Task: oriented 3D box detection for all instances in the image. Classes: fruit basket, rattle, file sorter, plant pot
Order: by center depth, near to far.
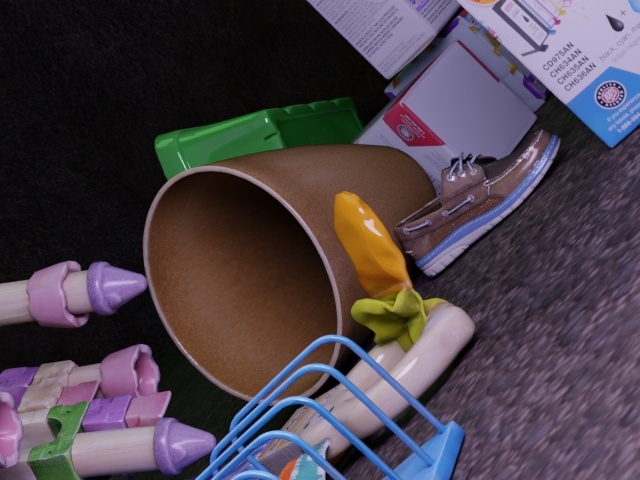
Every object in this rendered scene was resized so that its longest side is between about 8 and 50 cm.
[{"bbox_3d":[-0.009,0.145,0.817,0.118,0.104,0.170,-44,5,26],"label":"file sorter"},{"bbox_3d":[0.002,0.088,1.047,0.200,0.143,0.130,-41,23,-3],"label":"rattle"},{"bbox_3d":[0.000,0.000,1.451,0.254,0.237,0.237,-30,-9,-45],"label":"plant pot"},{"bbox_3d":[-0.114,-0.034,2.189,0.392,0.283,0.392,-25,-3,-1],"label":"fruit basket"}]

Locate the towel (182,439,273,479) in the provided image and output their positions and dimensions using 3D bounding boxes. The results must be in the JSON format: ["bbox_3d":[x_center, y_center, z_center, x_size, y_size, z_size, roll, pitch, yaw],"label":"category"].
[{"bbox_3d":[-0.177,0.315,1.318,0.336,0.040,0.243,-49,6,-32],"label":"towel"}]

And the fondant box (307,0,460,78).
[{"bbox_3d":[0.033,-0.375,1.707,0.096,0.330,0.238,-40,8,42],"label":"fondant box"}]

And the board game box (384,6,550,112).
[{"bbox_3d":[0.212,-0.232,1.806,0.144,0.142,0.275,-43,6,37],"label":"board game box"}]

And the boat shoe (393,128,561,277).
[{"bbox_3d":[0.136,-0.043,1.336,0.183,0.066,0.066,-45,5,26],"label":"boat shoe"}]

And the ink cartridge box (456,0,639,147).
[{"bbox_3d":[0.220,-0.233,1.162,0.171,0.233,0.168,-44,5,40],"label":"ink cartridge box"}]

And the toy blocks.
[{"bbox_3d":[-0.209,0.204,1.403,0.260,0.309,0.288,-9,29,13],"label":"toy blocks"}]

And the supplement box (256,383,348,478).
[{"bbox_3d":[-0.005,0.152,1.147,0.062,0.036,0.098,-49,4,-31],"label":"supplement box"}]

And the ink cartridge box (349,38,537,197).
[{"bbox_3d":[0.121,-0.106,1.642,0.127,0.128,0.176,-50,6,-35],"label":"ink cartridge box"}]
